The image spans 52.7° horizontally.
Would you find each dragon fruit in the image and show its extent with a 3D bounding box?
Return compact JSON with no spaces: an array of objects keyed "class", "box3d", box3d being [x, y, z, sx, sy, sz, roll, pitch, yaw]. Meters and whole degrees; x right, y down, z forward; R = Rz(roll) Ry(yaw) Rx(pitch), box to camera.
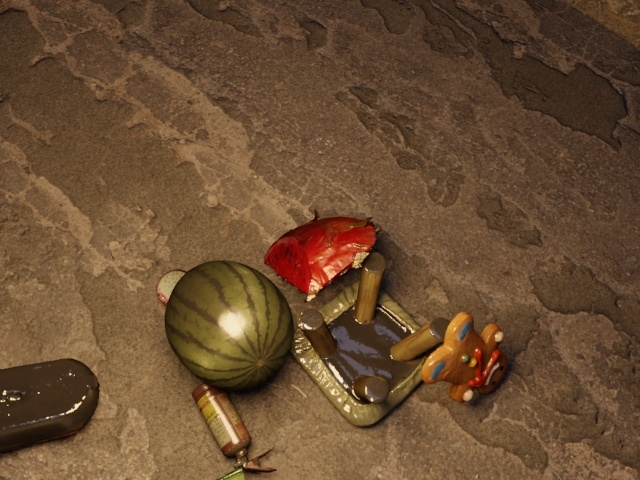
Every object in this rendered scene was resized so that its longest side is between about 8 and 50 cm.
[{"class":"dragon fruit","box3d":[0.000,0.000,1.607,0.282,0.343,0.100,-31,113,-16]}]

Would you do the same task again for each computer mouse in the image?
[{"class":"computer mouse","box3d":[-0.660,0.368,1.448,0.323,0.116,0.183,-8,60,-19]}]

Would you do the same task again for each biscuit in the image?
[{"class":"biscuit","box3d":[0.362,0.284,1.512,0.049,0.324,0.206,29,84,43]}]

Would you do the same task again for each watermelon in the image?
[{"class":"watermelon","box3d":[-0.216,0.186,1.493,0.278,0.279,0.359,-35,38,-22]}]

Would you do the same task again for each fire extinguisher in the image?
[{"class":"fire extinguisher","box3d":[-0.192,0.431,1.482,0.106,0.075,0.252,-31,68,-10]}]

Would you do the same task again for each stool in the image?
[{"class":"stool","box3d":[0.120,0.232,1.543,0.310,0.226,0.310,-38,73,-24]}]

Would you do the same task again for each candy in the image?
[{"class":"candy","box3d":[-0.366,0.123,1.651,0.103,0.043,0.103,3,61,-5]}]

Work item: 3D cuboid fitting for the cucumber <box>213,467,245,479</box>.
[{"class":"cucumber","box3d":[-0.269,0.587,1.395,0.243,0.063,0.115,-20,97,-18]}]
